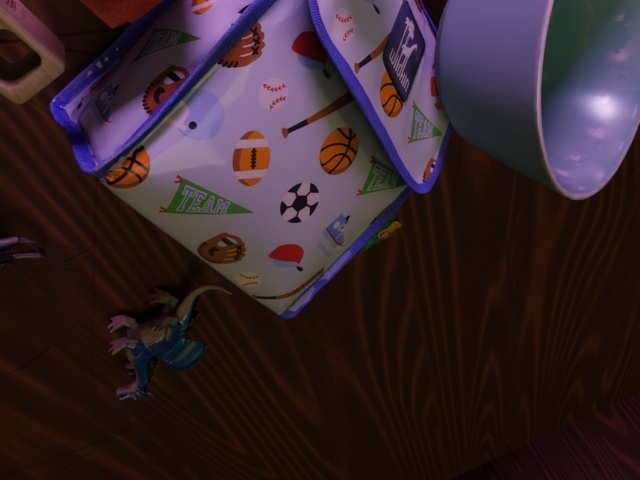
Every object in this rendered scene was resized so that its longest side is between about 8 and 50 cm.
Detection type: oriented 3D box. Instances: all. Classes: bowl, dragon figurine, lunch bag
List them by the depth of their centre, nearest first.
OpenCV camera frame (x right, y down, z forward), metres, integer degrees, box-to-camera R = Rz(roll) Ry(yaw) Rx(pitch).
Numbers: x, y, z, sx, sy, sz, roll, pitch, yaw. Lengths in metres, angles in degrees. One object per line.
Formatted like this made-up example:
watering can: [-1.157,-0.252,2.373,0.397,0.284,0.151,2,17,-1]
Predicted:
bowl: [0.243,-0.211,0.652,0.311,0.163,0.312,-18,116,-42]
lunch bag: [-0.029,-0.150,0.652,0.385,0.239,0.328,-45,136,-2]
dragon figurine: [-0.240,0.155,0.944,0.289,0.085,0.144,-34,137,9]

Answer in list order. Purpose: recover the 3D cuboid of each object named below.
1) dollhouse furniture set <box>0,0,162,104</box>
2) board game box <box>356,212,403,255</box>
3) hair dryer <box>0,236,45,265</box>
dollhouse furniture set: [-0.278,-0.231,0.481,0.374,0.201,0.152,-30,138,14]
board game box: [0.000,0.000,0.951,0.259,0.030,0.136,-31,139,6]
hair dryer: [-0.503,0.029,0.677,0.223,0.080,0.293,-38,163,10]
